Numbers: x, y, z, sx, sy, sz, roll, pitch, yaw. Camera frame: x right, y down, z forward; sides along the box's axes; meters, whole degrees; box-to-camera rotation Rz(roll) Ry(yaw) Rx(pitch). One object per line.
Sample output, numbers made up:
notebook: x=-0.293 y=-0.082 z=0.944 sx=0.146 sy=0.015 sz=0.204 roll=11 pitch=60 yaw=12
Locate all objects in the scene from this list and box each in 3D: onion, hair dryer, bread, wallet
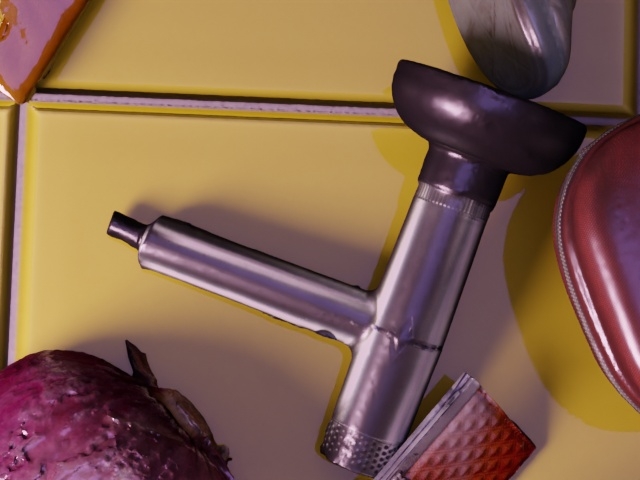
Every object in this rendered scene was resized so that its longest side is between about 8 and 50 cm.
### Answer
onion: x=-0.216 y=0.246 z=1.345 sx=0.349 sy=0.159 sz=0.267 roll=-42 pitch=86 yaw=-7
hair dryer: x=0.007 y=-0.013 z=1.390 sx=0.284 sy=0.156 sz=0.320 roll=29 pitch=92 yaw=-11
bread: x=-0.211 y=-0.221 z=1.440 sx=0.088 sy=0.049 sz=0.226 roll=32 pitch=84 yaw=-1
wallet: x=0.078 y=0.205 z=1.413 sx=0.196 sy=0.020 sz=0.103 roll=-48 pitch=127 yaw=-8

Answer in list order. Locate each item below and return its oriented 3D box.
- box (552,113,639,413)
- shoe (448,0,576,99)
box: x=0.380 y=-0.010 z=1.365 sx=0.404 sy=0.108 sz=0.263 roll=-19 pitch=78 yaw=-6
shoe: x=0.153 y=-0.232 z=1.437 sx=0.100 sy=0.103 sz=0.251 roll=-13 pitch=77 yaw=-27
